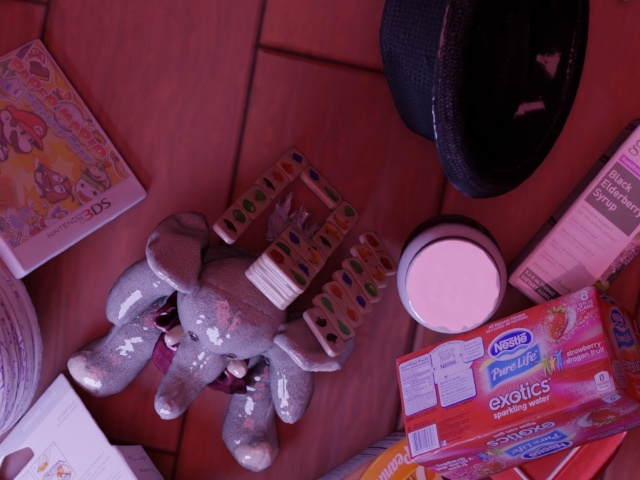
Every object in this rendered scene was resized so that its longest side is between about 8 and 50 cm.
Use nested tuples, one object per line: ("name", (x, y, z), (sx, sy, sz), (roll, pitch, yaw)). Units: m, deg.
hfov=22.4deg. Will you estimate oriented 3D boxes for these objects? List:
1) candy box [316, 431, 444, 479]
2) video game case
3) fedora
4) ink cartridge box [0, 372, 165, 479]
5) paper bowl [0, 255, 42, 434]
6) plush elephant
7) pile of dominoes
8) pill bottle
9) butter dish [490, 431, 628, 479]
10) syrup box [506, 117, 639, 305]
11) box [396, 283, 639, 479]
("candy box", (0.015, 0.375, 1.843), (0.316, 0.087, 0.183), (-30, 94, -19))
("video game case", (-0.333, -0.097, 1.838), (0.227, 0.206, 0.026), (55, 138, -2))
("fedora", (0.165, -0.220, 1.780), (0.152, 0.334, 0.334), (17, 98, 36))
("ink cartridge box", (-0.306, 0.335, 1.904), (0.275, 0.060, 0.239), (-48, 62, 18))
("paper bowl", (-0.447, 0.106, 1.851), (0.284, 0.148, 0.284), (8, 112, 21))
("plush elephant", (-0.113, 0.101, 1.798), (0.272, 0.255, 0.330), (32, 97, 0))
("pile of dominoes", (0.000, 0.000, 1.788), (0.196, 0.251, 0.040), (45, 122, -3))
("pill bottle", (0.145, 0.038, 1.790), (0.121, 0.221, 0.121), (0, 95, 4))
("butter dish", (0.278, 0.234, 1.860), (0.160, 0.118, 0.160), (-51, 49, 8))
("syrup box", (0.322, -0.020, 1.836), (0.093, 0.096, 0.237), (40, 98, -1))
("box", (0.225, 0.162, 1.771), (0.257, 0.122, 0.128), (-24, 58, 27))
